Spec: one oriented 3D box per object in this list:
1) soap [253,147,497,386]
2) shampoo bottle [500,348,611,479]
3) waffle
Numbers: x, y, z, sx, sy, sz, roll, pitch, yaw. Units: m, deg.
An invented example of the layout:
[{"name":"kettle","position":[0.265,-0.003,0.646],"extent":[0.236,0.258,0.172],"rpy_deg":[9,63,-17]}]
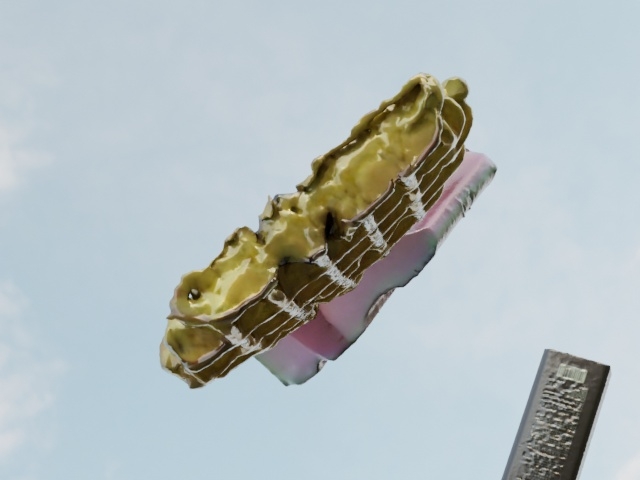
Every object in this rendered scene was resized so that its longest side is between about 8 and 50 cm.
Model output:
[{"name":"soap","position":[0.036,0.007,1.140],"extent":[0.193,0.109,0.324],"rpy_deg":[-42,4,39]},{"name":"shampoo bottle","position":[0.312,0.308,1.570],"extent":[0.309,0.098,0.071],"rpy_deg":[-67,-23,-18]},{"name":"waffle","position":[0.001,0.001,0.863],"extent":[0.283,0.065,0.309],"rpy_deg":[-29,-20,-43]}]
